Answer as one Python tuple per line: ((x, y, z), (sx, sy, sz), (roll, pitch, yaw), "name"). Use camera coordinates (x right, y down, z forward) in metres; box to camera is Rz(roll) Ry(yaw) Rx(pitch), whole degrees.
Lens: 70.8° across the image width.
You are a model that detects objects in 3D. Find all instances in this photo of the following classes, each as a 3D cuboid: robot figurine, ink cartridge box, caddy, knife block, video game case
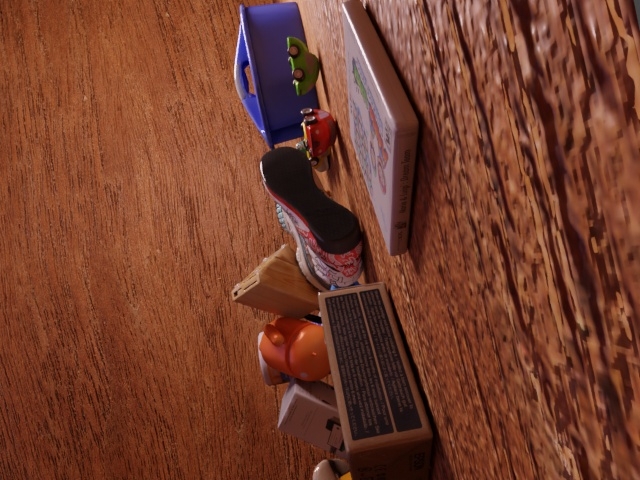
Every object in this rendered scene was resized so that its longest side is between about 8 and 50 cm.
((-0.051, 0.243, 1.018), (0.220, 0.128, 0.158), (1, 117, 49), "robot figurine")
((0.024, 0.394, 1.005), (0.160, 0.220, 0.092), (-145, 80, -87), "ink cartridge box")
((-0.116, -0.391, 1.079), (0.241, 0.179, 0.340), (99, 159, -83), "caddy")
((0.064, 0.198, 0.550), (0.234, 0.088, 0.193), (79, 180, -46), "ink cartridge box")
((-0.058, 0.141, 1.082), (0.242, 0.088, 0.275), (52, -155, -5), "knife block")
((0.045, -0.089, 0.368), (0.143, 0.019, 0.157), (80, 178, -54), "video game case")

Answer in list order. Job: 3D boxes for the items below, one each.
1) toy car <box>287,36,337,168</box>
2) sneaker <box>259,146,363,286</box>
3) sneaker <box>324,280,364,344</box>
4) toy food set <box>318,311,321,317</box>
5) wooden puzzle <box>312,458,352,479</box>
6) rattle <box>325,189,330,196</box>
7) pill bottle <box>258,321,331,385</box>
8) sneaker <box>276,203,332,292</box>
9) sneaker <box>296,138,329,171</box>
((-0.015, -0.248, 0.795), (0.239, 0.053, 0.224), (-139, 38, -87), "toy car")
((-0.018, -0.038, 0.764), (0.270, 0.090, 0.145), (51, 163, 38), "sneaker")
((0.058, 0.136, 0.818), (0.240, 0.091, 0.126), (83, -166, -76), "sneaker")
((0.033, 0.314, 1.597), (0.306, 0.093, 0.219), (82, -170, -76), "toy food set")
((0.109, 0.584, 0.897), (0.322, 0.081, 0.347), (58, 175, 24), "wooden puzzle")
((0.035, -0.008, 1.189), (0.130, 0.143, 0.199), (15, -139, -56), "rattle")
((-0.028, 0.306, 1.261), (0.152, 0.272, 0.152), (169, 90, -89), "pill bottle")
((0.000, 0.000, 1.082), (0.110, 0.122, 0.282), (-30, -90, -49), "sneaker")
((-0.021, -0.189, 0.990), (0.161, 0.076, 0.057), (92, 167, -82), "sneaker")
